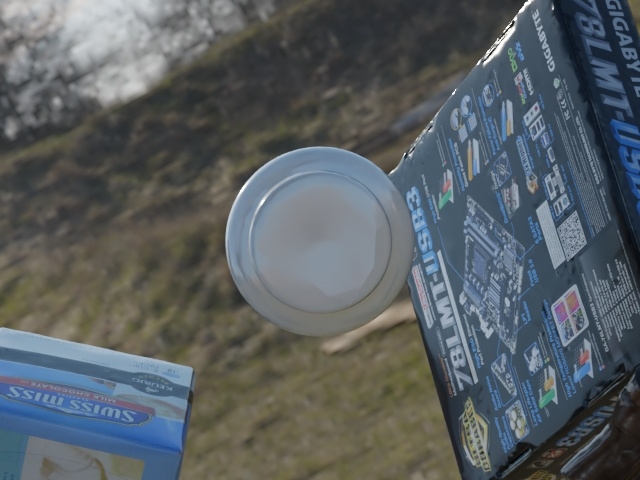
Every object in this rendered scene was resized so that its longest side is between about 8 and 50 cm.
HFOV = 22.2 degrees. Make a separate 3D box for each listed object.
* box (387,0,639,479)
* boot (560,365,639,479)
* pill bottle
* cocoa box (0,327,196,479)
[{"bbox_3d":[0.163,0.008,1.216,0.073,0.296,0.293,0,-30,-24],"label":"box"},{"bbox_3d":[0.197,0.119,0.893,0.114,0.106,0.037,110,180,-46],"label":"boot"},{"bbox_3d":[0.000,0.000,1.049,0.117,0.117,0.215,-28,1,0],"label":"pill bottle"},{"bbox_3d":[-0.280,0.306,1.716,0.231,0.347,0.228,13,16,-4],"label":"cocoa box"}]
